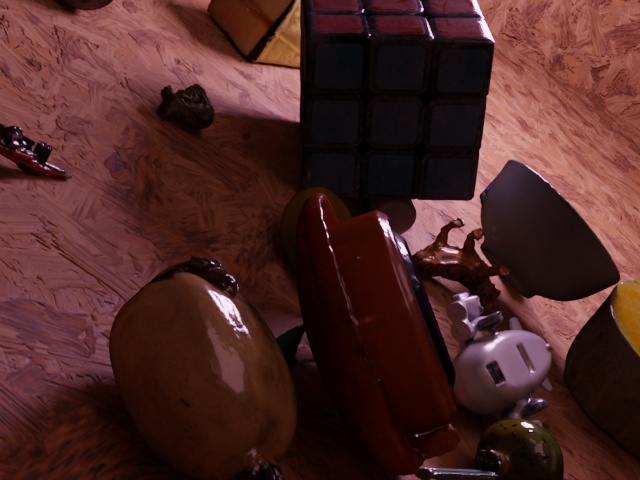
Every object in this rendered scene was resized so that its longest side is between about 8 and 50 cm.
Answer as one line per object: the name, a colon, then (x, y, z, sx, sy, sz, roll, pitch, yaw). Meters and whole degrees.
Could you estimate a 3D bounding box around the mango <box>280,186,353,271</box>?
mango: (0.000, 0.000, 1.663, 0.130, 0.092, 0.194, 33, 30, -17)

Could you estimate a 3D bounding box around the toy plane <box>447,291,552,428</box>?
toy plane: (0.269, 0.195, 1.669, 0.267, 0.123, 0.267, 37, 35, -33)

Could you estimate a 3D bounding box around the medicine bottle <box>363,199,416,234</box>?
medicine bottle: (0.115, -0.075, 1.955, 0.080, 0.080, 0.130, 24, 28, -29)

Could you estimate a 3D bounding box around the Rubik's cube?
Rubik's cube: (0.115, -0.265, 1.899, 0.305, 0.301, 0.303, 1, 33, -1)

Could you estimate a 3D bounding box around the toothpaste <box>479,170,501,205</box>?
toothpaste: (0.385, -0.028, 2.249, 0.066, 0.076, 0.320, 32, 26, -16)

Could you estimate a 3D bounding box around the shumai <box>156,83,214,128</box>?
shumai: (-0.218, -0.207, 1.766, 0.080, 0.082, 0.083, -25, 44, -22)

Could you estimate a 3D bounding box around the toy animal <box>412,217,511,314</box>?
toy animal: (0.199, 0.034, 1.897, 0.255, 0.116, 0.114, 13, 46, -19)

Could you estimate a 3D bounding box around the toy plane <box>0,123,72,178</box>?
toy plane: (-0.377, -0.116, 1.381, 0.135, 0.062, 0.188, 25, 10, 38)

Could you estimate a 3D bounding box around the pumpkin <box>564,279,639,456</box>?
pumpkin: (0.591, 0.253, 1.950, 0.332, 0.199, 0.332, 23, 32, -15)

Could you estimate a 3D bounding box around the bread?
bread: (-0.074, -0.462, 2.246, 0.167, 0.163, 0.264, 48, 26, 20)

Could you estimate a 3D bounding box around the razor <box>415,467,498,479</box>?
razor: (0.199, 0.398, 1.331, 0.111, 0.056, 0.278, 10, 44, -34)

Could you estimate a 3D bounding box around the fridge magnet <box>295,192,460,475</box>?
fridge magnet: (0.064, 0.109, 1.372, 0.363, 0.155, 0.363, -20, 90, -85)

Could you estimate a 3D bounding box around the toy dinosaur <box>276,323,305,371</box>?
toy dinosaur: (-0.047, 0.137, 1.368, 0.059, 0.096, 0.132, 41, 28, 2)

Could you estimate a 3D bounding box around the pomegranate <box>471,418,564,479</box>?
pomegranate: (0.262, 0.303, 1.495, 0.130, 0.130, 0.130, 31, 26, -17)

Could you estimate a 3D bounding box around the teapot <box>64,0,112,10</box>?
teapot: (-0.410, -0.452, 1.872, 0.146, 0.148, 0.116, -118, -175, -60)

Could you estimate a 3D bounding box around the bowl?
bowl: (0.376, 0.009, 1.963, 0.289, 0.146, 0.289, 50, -1, 1)

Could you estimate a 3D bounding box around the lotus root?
lotus root: (-0.109, 0.167, 1.153, 0.183, 0.183, 0.310, 9, 41, -47)
